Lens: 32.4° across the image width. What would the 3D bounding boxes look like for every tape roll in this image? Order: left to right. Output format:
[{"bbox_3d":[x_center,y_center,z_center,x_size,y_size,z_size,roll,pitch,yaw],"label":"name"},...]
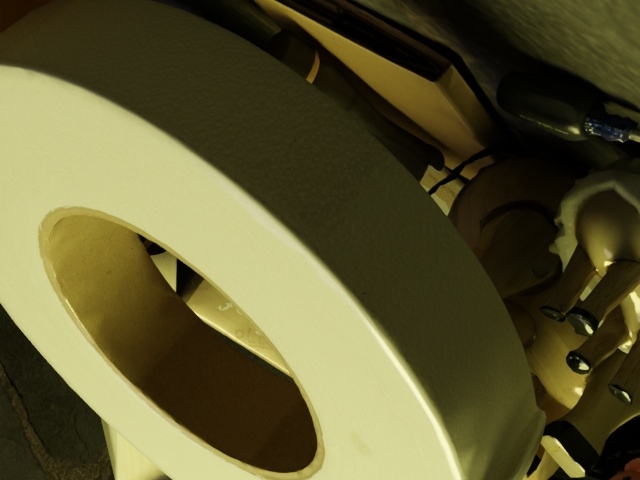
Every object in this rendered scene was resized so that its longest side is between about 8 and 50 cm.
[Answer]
[{"bbox_3d":[-0.060,0.043,0.629,0.392,0.072,0.392,29,147,21],"label":"tape roll"}]

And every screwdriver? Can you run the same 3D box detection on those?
[{"bbox_3d":[0.142,-0.043,0.458,0.170,0.024,0.025,25,143,44],"label":"screwdriver"}]

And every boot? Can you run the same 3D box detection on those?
[{"bbox_3d":[-0.029,-0.028,0.729,0.137,0.198,0.076,32,-142,-24],"label":"boot"}]

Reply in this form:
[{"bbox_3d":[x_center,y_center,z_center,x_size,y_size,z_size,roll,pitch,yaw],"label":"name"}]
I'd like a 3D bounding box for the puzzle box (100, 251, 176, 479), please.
[{"bbox_3d":[-0.175,-0.018,0.946,0.052,0.408,0.272,-7,-140,-17],"label":"puzzle box"}]

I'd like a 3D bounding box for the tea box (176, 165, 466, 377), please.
[{"bbox_3d":[0.027,0.024,1.043,0.329,0.220,0.323,35,179,-22],"label":"tea box"}]

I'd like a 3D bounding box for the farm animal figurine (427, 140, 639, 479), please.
[{"bbox_3d":[0.171,0.078,0.666,0.326,0.172,0.330,55,157,-19],"label":"farm animal figurine"}]

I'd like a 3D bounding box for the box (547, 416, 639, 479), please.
[{"bbox_3d":[0.151,0.354,1.054,0.472,0.297,0.480,8,-166,30],"label":"box"}]

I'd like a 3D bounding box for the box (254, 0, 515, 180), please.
[{"bbox_3d":[0.051,-0.093,0.698,0.164,0.021,0.201,34,178,33],"label":"box"}]

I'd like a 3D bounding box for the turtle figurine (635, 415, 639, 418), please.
[{"bbox_3d":[0.418,0.233,1.495,0.270,0.087,0.217,8,-168,-38],"label":"turtle figurine"}]

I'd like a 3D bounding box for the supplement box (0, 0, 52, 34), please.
[{"bbox_3d":[-0.224,-0.224,0.649,0.194,0.129,0.191,34,178,28],"label":"supplement box"}]
